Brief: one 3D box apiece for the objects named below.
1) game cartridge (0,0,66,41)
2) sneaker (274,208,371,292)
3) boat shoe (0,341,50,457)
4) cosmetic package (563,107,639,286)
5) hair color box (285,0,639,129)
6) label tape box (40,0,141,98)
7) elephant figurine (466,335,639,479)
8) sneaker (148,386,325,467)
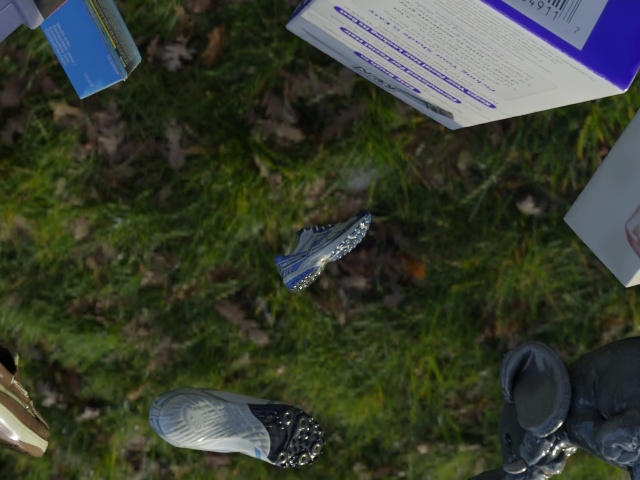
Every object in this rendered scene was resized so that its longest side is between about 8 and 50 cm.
[{"bbox_3d":[-0.159,-0.292,0.753,0.355,0.068,0.230,-45,165,-11],"label":"game cartridge"},{"bbox_3d":[0.000,0.000,1.284,0.135,0.058,0.052,-39,165,-3],"label":"sneaker"},{"bbox_3d":[-0.334,0.153,1.097,0.095,0.095,0.257,15,160,13],"label":"boat shoe"},{"bbox_3d":[0.443,-0.096,1.269,0.153,0.129,0.296,-16,147,-34],"label":"cosmetic package"},{"bbox_3d":[0.102,-0.181,0.800,0.185,0.339,0.110,30,85,-11],"label":"hair color box"},{"bbox_3d":[-0.413,-0.374,1.799,0.106,0.333,0.240,-26,105,3],"label":"label tape box"},{"bbox_3d":[0.252,0.177,1.094,0.239,0.186,0.169,0,127,43],"label":"elephant figurine"},{"bbox_3d":[-0.104,0.234,1.360,0.237,0.086,0.085,16,89,-24],"label":"sneaker"}]
